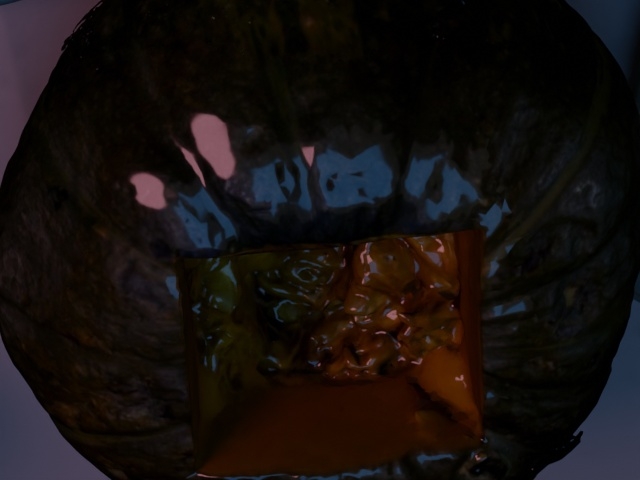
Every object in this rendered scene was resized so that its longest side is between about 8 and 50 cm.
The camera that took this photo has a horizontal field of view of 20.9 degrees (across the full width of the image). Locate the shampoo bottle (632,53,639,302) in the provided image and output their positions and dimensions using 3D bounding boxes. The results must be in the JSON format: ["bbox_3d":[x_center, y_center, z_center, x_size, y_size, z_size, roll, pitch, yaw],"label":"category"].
[{"bbox_3d":[0.192,-0.061,0.871,0.072,0.049,0.212,-3,124,-7],"label":"shampoo bottle"}]

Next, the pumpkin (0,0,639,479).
[{"bbox_3d":[0.000,0.000,0.812,0.320,0.192,0.320,-1,123,-1],"label":"pumpkin"}]

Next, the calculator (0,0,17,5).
[{"bbox_3d":[-0.272,-0.190,0.724,0.386,0.054,0.256,0,136,-4],"label":"calculator"}]
